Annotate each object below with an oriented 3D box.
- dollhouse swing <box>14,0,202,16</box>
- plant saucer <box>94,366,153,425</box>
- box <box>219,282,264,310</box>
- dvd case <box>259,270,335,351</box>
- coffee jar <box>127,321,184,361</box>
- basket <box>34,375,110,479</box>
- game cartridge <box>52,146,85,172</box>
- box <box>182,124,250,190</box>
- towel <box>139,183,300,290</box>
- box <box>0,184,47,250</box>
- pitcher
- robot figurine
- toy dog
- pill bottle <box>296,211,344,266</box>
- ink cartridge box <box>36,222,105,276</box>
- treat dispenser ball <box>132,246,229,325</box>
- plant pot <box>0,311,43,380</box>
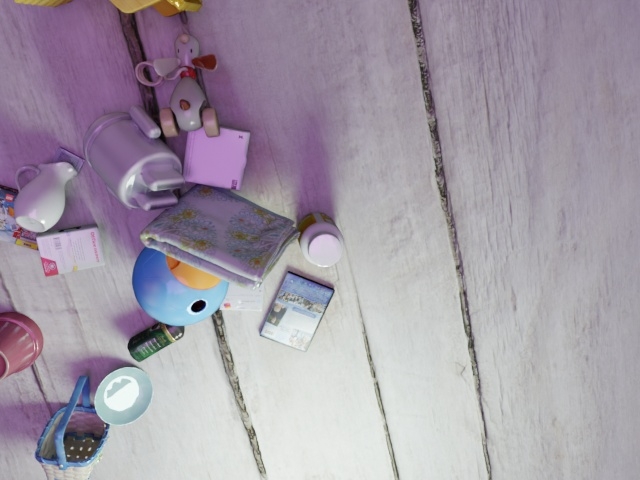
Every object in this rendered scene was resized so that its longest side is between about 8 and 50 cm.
[{"bbox_3d":[-0.546,-0.628,1.383,0.305,0.347,0.315,-42,106,14],"label":"dollhouse swing"},{"bbox_3d":[-0.667,0.523,1.789,0.194,0.037,0.195,-1,92,-37],"label":"plant saucer"},{"bbox_3d":[-0.261,0.142,1.770,0.145,0.038,0.186,3,103,-8],"label":"box"},{"bbox_3d":[-0.081,0.249,1.829,0.180,0.022,0.253,22,100,-13],"label":"dvd case"},{"bbox_3d":[-0.539,0.320,1.750,0.184,0.096,0.079,-30,109,2],"label":"coffee jar"},{"bbox_3d":[-0.799,0.623,1.722,0.200,0.255,0.289,4,122,-5],"label":"basket"},{"bbox_3d":[-0.771,-0.243,1.617,0.083,0.017,0.056,30,95,-13],"label":"game cartridge"},{"bbox_3d":[-0.316,-0.261,1.617,0.181,0.119,0.181,9,103,-10],"label":"box"},{"bbox_3d":[-0.276,-0.025,1.540,0.374,0.320,0.090,22,123,7],"label":"towel"},{"bbox_3d":[-0.958,-0.079,1.620,0.232,0.044,0.159,18,101,-11],"label":"box"},{"bbox_3d":[-0.836,-0.135,1.555,0.177,0.207,0.126,4,149,5],"label":"pitcher"},{"bbox_3d":[-0.540,-0.231,1.515,0.353,0.199,0.300,44,119,22],"label":"robot figurine"},{"bbox_3d":[-0.381,-0.441,1.471,0.220,0.161,0.334,-26,78,-11],"label":"toy dog"},{"bbox_3d":[0.000,0.000,1.658,0.136,0.246,0.137,-2,104,-7],"label":"pill bottle"},{"bbox_3d":[-0.769,0.028,1.636,0.175,0.072,0.128,-11,106,-22],"label":"ink cartridge box"},{"bbox_3d":[-0.423,0.114,1.612,0.287,0.288,0.289,-2,105,-7],"label":"treat dispenser ball"},{"bbox_3d":[-1.004,0.349,1.655,0.201,0.180,0.202,-2,105,-7],"label":"plant pot"}]
